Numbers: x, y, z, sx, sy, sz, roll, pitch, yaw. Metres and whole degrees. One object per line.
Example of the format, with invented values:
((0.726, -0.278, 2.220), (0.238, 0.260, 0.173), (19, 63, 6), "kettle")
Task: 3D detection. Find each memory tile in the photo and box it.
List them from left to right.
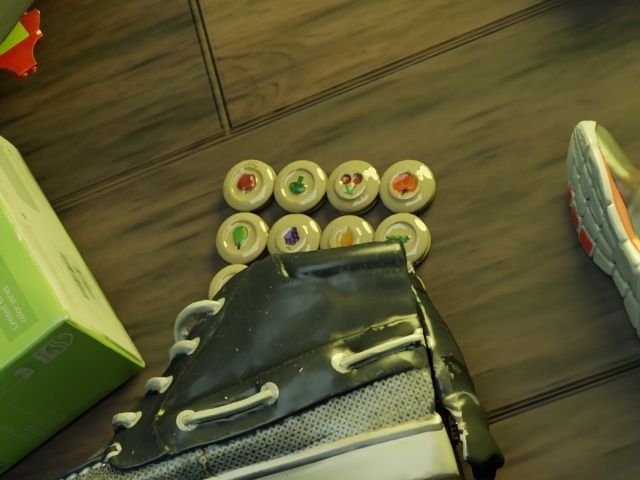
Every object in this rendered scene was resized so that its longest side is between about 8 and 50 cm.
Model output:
((0.000, 0.000, 1.067), (0.148, 0.012, 0.113), (1, 72, 20), "memory tile")

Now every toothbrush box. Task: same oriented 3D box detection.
((-0.293, 0.073, 1.085), (0.283, 0.122, 0.206), (-37, 63, 3), "toothbrush box")

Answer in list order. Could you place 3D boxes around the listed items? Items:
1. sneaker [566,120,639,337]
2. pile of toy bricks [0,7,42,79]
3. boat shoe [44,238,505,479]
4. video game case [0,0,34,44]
((0.198, -0.005, 0.984), (0.065, 0.061, 0.158), (-15, 65, -15), "sneaker")
((-0.286, -0.090, 1.167), (0.212, 0.118, 0.105), (-37, 91, -14), "pile of toy bricks")
((-0.071, 0.110, 0.994), (0.340, 0.127, 0.158), (-15, 69, 4), "boat shoe")
((-0.280, -0.216, 1.162), (0.248, 0.035, 0.275), (3, 45, 26), "video game case")
